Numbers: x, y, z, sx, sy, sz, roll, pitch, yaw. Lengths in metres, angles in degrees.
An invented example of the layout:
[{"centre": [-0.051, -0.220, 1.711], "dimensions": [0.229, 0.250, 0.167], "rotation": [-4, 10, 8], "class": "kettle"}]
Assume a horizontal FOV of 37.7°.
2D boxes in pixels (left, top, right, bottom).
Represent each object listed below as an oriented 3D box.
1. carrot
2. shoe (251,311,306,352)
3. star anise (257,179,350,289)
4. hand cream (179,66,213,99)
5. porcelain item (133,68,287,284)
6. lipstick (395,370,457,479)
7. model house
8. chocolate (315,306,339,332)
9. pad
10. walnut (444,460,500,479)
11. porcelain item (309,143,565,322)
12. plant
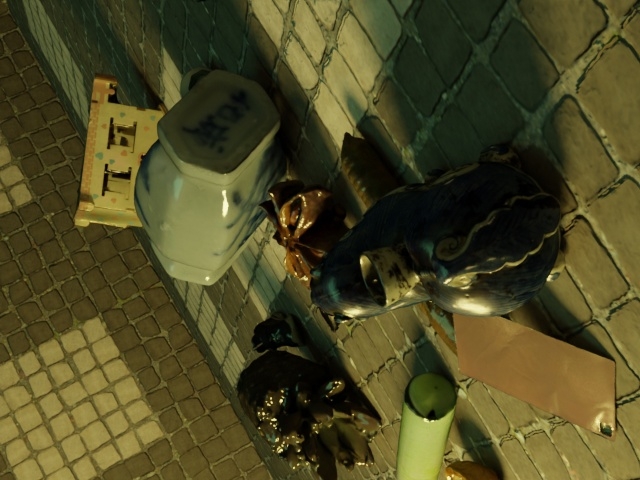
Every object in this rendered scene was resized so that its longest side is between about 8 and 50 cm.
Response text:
[{"centre": [0.107, 0.009, 1.087], "dimensions": [0.342, 0.070, 0.070], "rotation": [57, 163, 19], "class": "carrot"}, {"centre": [-0.097, 0.197, 1.917], "dimensions": [0.071, 0.099, 0.169], "rotation": [68, 162, -11], "class": "shoe"}, {"centre": [0.002, -0.001, 1.340], "dimensions": [0.214, 0.099, 0.220], "rotation": [52, 161, -16], "class": "star anise"}, {"centre": [-0.215, -0.239, 1.667], "dimensions": [0.336, 0.076, 0.121], "rotation": [159, 89, -80], "class": "hand cream"}, {"centre": [-0.169, -0.084, 1.470], "dimensions": [0.178, 0.242, 0.405], "rotation": [37, 155, 5], "class": "porcelain item"}, {"centre": [0.151, 0.290, 1.378], "dimensions": [0.076, 0.076, 0.304], "rotation": [52, 160, 30], "class": "lipstick"}, {"centre": [-0.405, -0.182, 2.072], "dimensions": [0.169, 0.244, 0.326], "rotation": [147, 128, -72], "class": "model house"}, {"centre": [0.015, 0.104, 1.510], "dimensions": [0.147, 0.070, 0.072], "rotation": [124, 144, -71], "class": "chocolate"}, {"centre": [0.216, 0.129, 0.958], "dimensions": [0.187, 0.006, 0.113], "rotation": [21, 138, 38], "class": "pad"}, {"centre": [0.219, 0.340, 1.292], "dimensions": [0.091, 0.052, 0.121], "rotation": [60, 165, 1], "class": "walnut"}, {"centre": [0.100, 0.008, 0.903], "dimensions": [0.138, 0.186, 0.288], "rotation": [66, 162, -7], "class": "porcelain item"}, {"centre": [-0.026, 0.337, 1.771], "dimensions": [0.320, 0.181, 0.194], "rotation": [30, 149, 58], "class": "plant"}]
